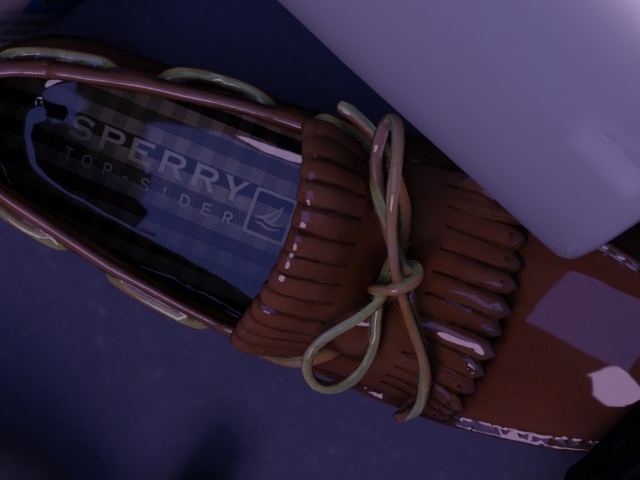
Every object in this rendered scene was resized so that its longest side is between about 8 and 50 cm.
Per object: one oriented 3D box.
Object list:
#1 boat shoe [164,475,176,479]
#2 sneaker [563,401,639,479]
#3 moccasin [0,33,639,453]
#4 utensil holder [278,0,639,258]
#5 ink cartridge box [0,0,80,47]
[{"bbox_3d":[-0.103,0.241,0.727,0.079,0.095,0.254,27,104,12],"label":"boat shoe"},{"bbox_3d":[0.255,0.120,0.495,0.257,0.169,0.447,45,108,1],"label":"sneaker"},{"bbox_3d":[0.001,-0.003,0.644,0.380,0.147,0.139,27,102,9],"label":"moccasin"},{"bbox_3d":[0.059,-0.232,0.509,0.385,0.327,0.327,45,105,3],"label":"utensil holder"},{"bbox_3d":[-0.250,-0.144,0.683,0.232,0.171,0.168,-33,87,16],"label":"ink cartridge box"}]
